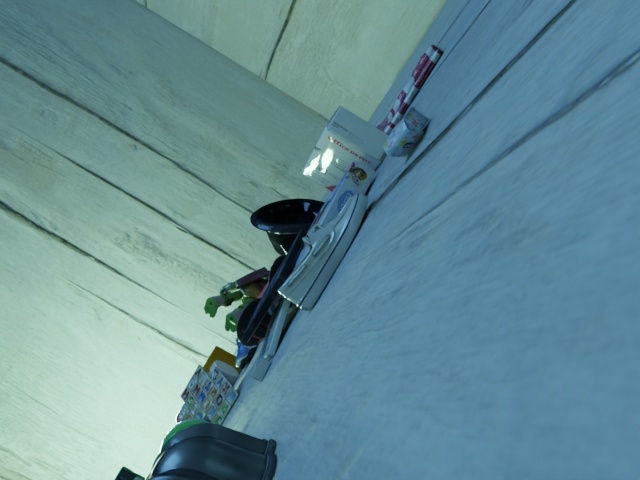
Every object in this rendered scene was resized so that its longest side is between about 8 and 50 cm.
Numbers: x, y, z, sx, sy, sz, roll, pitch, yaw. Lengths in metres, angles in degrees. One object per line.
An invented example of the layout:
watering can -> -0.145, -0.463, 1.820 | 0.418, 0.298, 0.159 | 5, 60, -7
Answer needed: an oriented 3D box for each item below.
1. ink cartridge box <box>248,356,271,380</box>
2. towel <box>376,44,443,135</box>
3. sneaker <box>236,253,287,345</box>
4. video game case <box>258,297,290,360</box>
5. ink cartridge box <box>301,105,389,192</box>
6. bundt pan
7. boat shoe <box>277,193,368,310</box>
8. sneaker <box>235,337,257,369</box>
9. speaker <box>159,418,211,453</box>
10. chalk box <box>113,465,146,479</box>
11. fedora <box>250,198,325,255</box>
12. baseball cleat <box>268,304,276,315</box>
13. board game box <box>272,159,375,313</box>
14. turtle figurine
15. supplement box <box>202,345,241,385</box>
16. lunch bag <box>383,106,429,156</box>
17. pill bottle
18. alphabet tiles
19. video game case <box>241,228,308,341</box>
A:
ink cartridge box -> -0.142, 0.297, 1.160 | 0.048, 0.028, 0.083 | -61, 5, -18
towel -> 0.259, -0.440, 1.528 | 0.329, 0.037, 0.237 | -57, 6, 25
sneaker -> -0.147, 0.200, 1.583 | 0.314, 0.116, 0.136 | -59, -13, -15
video game case -> -0.116, 0.226, 1.253 | 0.143, 0.019, 0.157 | 127, 161, -60
ink cartridge box -> 0.069, -0.236, 1.403 | 0.100, 0.172, 0.237 | -62, 5, -28
bundt pan -> -0.185, 0.363, 0.588 | 0.331, 0.124, 0.331 | -58, 4, 7
boat shoe -> 0.005, 0.010, 1.027 | 0.267, 0.088, 0.096 | -60, 4, 0
sneaker -> -0.269, 0.374, 1.774 | 0.080, 0.081, 0.211 | -56, 7, 24
speaker -> -0.276, 0.446, 1.060 | 0.131, 0.131, 0.296 | -61, 5, -26
chalk box -> -0.470, 0.696, 1.229 | 0.289, 0.180, 0.179 | -57, 5, 46
fedora -> -0.089, -0.035, 1.757 | 0.334, 0.334, 0.153 | -69, -23, -67
baseball cleat -> -0.092, 0.130, 1.466 | 0.206, 0.072, 0.109 | -64, 11, -7
board game box -> 0.000, 0.000, 1.284 | 0.319, 0.066, 0.318 | -64, 6, -30
turtle figurine -> -0.263, 0.229, 1.690 | 0.274, 0.198, 0.266 | -30, -2, 33
supplement box -> -0.397, 0.524, 1.901 | 0.191, 0.129, 0.194 | -62, 5, -23
lunch bag -> 0.156, -0.193, 0.918 | 0.071, 0.053, 0.083 | -53, -2, 42
pill bottle -> -0.354, 0.501, 1.595 | 0.221, 0.124, 0.124 | -59, 4, -2
alphabet tiles -> -0.346, 0.480, 1.496 | 0.237, 0.009, 0.198 | 29, 89, 49
video game case -> -0.121, 0.120, 1.311 | 0.274, 0.026, 0.196 | -59, 6, 40
